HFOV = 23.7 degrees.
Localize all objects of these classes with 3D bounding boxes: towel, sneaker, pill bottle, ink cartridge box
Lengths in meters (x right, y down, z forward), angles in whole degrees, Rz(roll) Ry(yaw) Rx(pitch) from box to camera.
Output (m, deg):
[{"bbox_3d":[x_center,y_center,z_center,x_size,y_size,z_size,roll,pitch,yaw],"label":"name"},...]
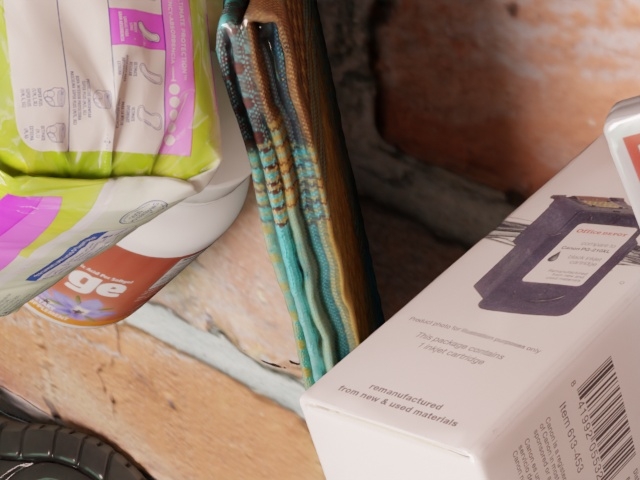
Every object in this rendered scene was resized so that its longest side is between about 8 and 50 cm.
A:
[{"bbox_3d":[0.000,0.000,0.771,0.040,0.271,0.370,-11,122,4],"label":"towel"},{"bbox_3d":[-0.246,0.218,1.342,0.341,0.125,0.139,29,167,22],"label":"sneaker"},{"bbox_3d":[-0.119,-0.032,0.947,0.121,0.121,0.216,51,144,0],"label":"pill bottle"},{"bbox_3d":[0.122,0.081,0.694,0.100,0.237,0.172,13,131,43],"label":"ink cartridge box"}]

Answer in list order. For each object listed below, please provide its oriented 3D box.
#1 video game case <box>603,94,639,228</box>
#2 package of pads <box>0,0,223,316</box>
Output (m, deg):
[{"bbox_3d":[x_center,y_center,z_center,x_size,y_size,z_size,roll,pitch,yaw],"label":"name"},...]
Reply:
[{"bbox_3d":[0.272,0.005,0.559,0.285,0.025,0.204,-14,112,28],"label":"video game case"},{"bbox_3d":[-0.141,-0.133,0.662,0.229,0.101,0.296,-27,67,57],"label":"package of pads"}]
